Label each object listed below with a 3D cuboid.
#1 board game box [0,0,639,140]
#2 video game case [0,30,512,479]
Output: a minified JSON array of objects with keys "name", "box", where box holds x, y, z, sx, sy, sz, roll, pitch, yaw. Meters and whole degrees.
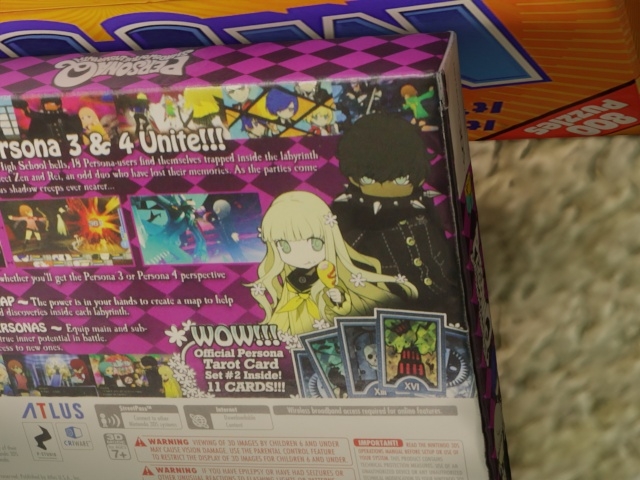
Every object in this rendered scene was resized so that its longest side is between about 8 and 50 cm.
[{"name":"board game box","box":[-0.071,-0.251,0.592,0.356,0.356,0.357,-1,76,16]},{"name":"video game case","box":[-0.051,0.029,0.615,0.232,0.042,0.210,-2,120,16]}]
